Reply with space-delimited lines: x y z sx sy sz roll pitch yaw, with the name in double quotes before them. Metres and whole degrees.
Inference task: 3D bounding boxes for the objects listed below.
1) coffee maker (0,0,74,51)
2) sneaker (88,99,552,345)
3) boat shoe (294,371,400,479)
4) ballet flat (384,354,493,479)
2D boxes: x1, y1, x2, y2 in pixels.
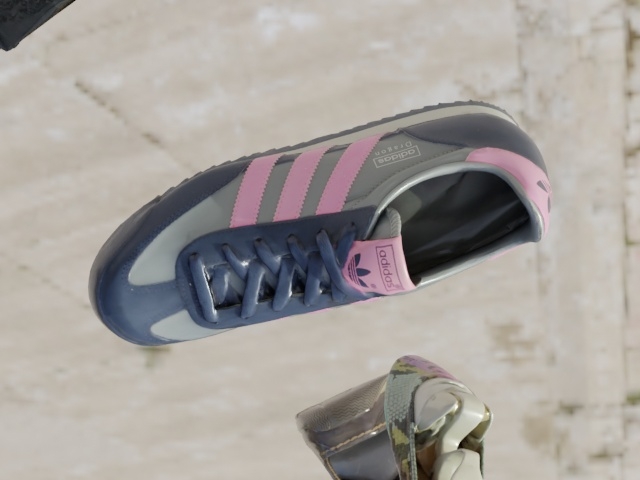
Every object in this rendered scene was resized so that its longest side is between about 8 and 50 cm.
"coffee maker" -0.177 -0.189 0.811 0.171 0.120 0.178 -43 127 -8
"sneaker" 0.000 0.000 1.165 0.319 0.131 0.112 -23 117 -2
"boat shoe" 0.076 0.213 1.748 0.132 0.130 0.355 -27 164 9
"ballet flat" 0.091 0.160 1.254 0.077 0.221 0.079 14 138 -16
